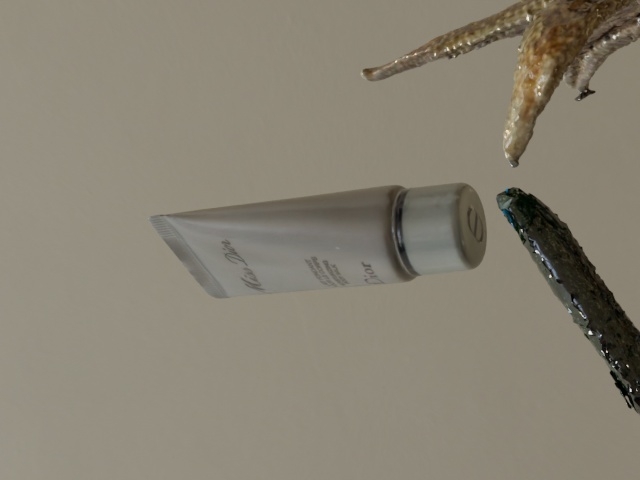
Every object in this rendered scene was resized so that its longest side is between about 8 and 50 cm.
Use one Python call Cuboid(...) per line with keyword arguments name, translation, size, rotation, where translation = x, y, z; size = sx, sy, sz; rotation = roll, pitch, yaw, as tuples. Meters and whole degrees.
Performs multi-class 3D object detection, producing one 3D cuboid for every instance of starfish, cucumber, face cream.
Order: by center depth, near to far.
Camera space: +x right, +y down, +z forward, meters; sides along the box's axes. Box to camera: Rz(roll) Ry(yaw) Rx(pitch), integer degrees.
Cuboid(name="cucumber", translation=(0.227, 0.058, 1.033), size=(0.044, 0.043, 0.256), rotation=(-33, -104, 2))
Cuboid(name="starfish", translation=(0.270, -0.173, 1.083), size=(0.398, 0.384, 0.132), rotation=(-21, -88, -34))
Cuboid(name="face cream", translation=(0.000, 0.000, 1.194), size=(0.314, 0.143, 0.089), rotation=(-5, -127, 27))
